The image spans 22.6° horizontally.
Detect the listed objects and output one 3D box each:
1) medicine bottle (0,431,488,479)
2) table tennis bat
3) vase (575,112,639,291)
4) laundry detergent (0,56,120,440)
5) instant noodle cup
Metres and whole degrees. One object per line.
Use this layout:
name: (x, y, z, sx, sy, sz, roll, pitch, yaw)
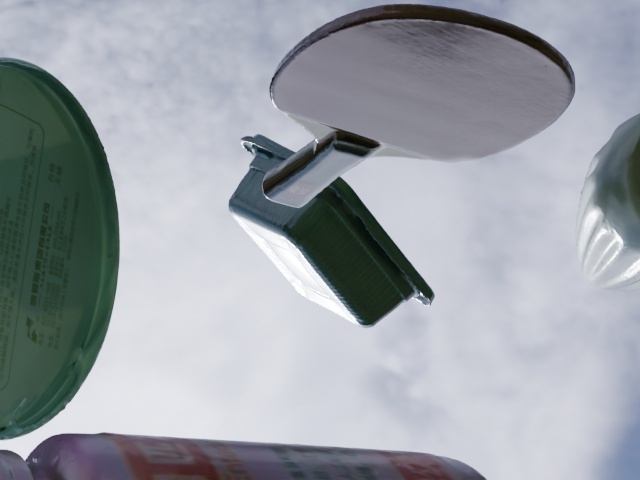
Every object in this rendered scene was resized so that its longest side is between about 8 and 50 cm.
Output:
medicine bottle: (-0.091, 0.219, 0.897, 0.388, 0.219, 0.219, 6, -84, -23)
table tennis bat: (0.035, -0.069, 0.919, 0.154, 0.274, 0.021, 16, -112, -21)
vase: (0.263, -0.020, 1.285, 0.128, 0.248, 0.128, 1, -106, -4)
laundry detergent: (-0.359, 0.004, 1.243, 0.287, 0.305, 0.287, -2, -87, -64)
instant noodle cup: (0.000, 0.000, 1.363, 0.070, 0.157, 0.179, -47, -55, -12)
